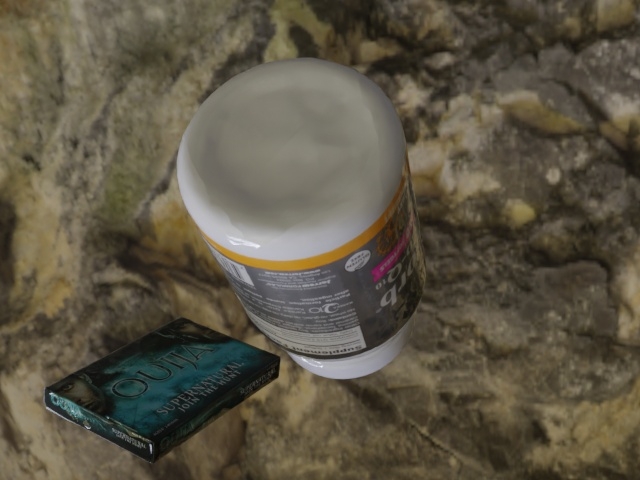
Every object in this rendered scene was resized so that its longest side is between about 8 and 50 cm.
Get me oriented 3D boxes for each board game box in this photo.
[{"bbox_3d":[-0.140,0.129,0.868,0.126,0.026,0.186,19,-155,26],"label":"board game box"}]

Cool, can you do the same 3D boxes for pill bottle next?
[{"bbox_3d":[0.000,0.000,0.751,0.162,0.278,0.162,-5,-119,9],"label":"pill bottle"}]
